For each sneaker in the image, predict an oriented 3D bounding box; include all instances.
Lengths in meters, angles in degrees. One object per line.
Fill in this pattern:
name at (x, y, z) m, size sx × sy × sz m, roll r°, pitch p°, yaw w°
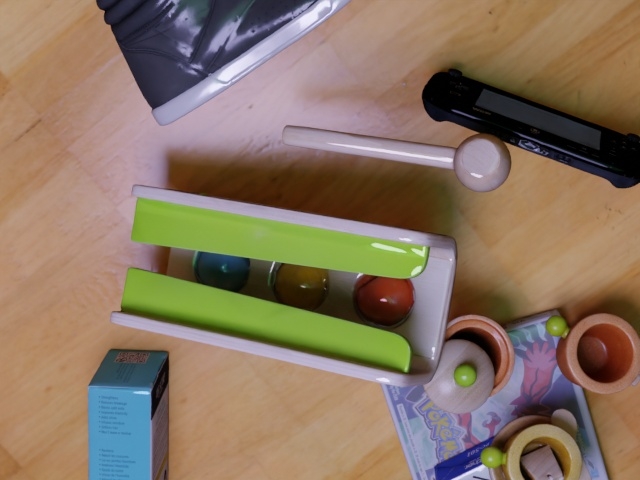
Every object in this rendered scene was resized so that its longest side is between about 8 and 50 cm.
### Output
sneaker at (-0.063, -0.234, 0.969) m, size 0.296 × 0.104 × 0.147 m, roll -33°, pitch 107°, yaw 14°

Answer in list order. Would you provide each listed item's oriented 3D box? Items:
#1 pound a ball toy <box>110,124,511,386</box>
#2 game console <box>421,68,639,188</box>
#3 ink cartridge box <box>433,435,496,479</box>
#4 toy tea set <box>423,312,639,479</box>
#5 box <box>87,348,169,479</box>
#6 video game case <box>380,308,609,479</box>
pound a ball toy at (0.000, 0.000, 0.985) m, size 0.319 × 0.136 × 0.208 m, roll 9°, pitch 90°, yaw 21°
game console at (0.256, -0.066, 0.964) m, size 0.361 × 0.213 × 0.044 m, roll 21°, pitch 105°, yaw 7°
ink cartridge box at (0.201, 0.289, 1.111) m, size 0.097 × 0.046 × 0.207 m, roll -29°, pitch 103°, yaw 9°
toy tea set at (0.254, 0.148, 1.011) m, size 0.336 × 0.124 × 0.200 m, roll 1°, pitch 82°, yaw -8°
box at (-0.182, 0.235, 1.099) m, size 0.060 × 0.100 × 0.244 m, roll 3°, pitch 104°, yaw 1°
video game case at (0.170, 0.185, 1.118) m, size 0.183 × 0.023 × 0.201 m, roll -18°, pitch 103°, yaw 6°
